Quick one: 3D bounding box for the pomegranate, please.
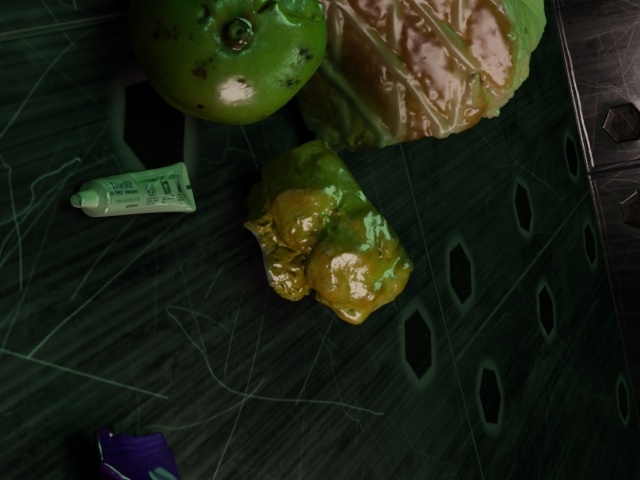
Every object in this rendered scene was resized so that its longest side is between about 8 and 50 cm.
[{"bbox_3d":[-0.113,-0.273,1.169,0.302,0.236,0.236,-100,165,-60],"label":"pomegranate"}]

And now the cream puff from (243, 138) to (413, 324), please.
[{"bbox_3d":[0.000,0.000,1.334,0.282,0.185,0.282,52,-1,1],"label":"cream puff"}]

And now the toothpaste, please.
[{"bbox_3d":[-0.208,-0.054,1.099,0.218,0.041,0.064,-16,91,-64],"label":"toothpaste"}]

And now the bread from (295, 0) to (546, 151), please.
[{"bbox_3d":[0.105,-0.368,1.396,0.279,0.371,0.390,-70,144,-47],"label":"bread"}]

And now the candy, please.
[{"bbox_3d":[-0.188,0.328,1.004,0.145,0.070,0.275,16,67,-67],"label":"candy"}]
